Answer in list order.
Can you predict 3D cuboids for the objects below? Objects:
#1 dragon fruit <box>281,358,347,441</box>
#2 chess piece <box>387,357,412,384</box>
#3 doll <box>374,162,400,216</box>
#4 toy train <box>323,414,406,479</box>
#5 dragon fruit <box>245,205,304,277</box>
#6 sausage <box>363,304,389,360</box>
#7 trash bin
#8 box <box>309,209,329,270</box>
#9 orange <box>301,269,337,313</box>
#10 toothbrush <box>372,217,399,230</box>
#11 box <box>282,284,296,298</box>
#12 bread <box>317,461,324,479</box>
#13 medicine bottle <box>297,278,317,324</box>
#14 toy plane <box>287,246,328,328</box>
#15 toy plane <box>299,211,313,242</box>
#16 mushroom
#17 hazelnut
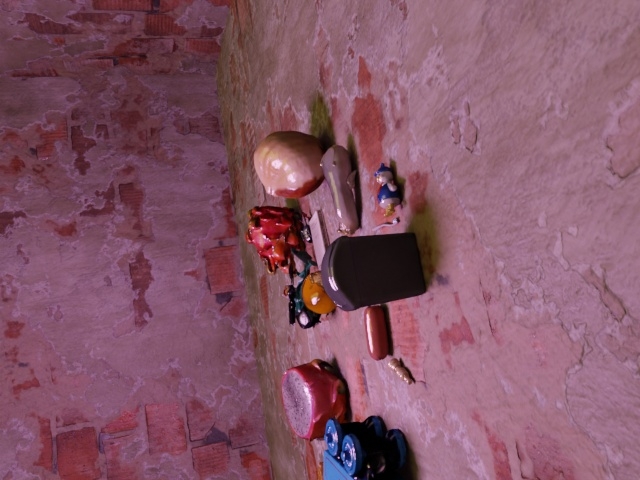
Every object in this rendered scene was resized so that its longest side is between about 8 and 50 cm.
[{"bbox_3d":[-0.006,0.579,2.011,0.290,0.189,0.291,27,121,59],"label":"dragon fruit"},{"bbox_3d":[0.216,0.352,1.464,0.092,0.035,0.035,-138,44,-58],"label":"chess piece"},{"bbox_3d":[0.169,-0.133,1.403,0.099,0.057,0.143,128,138,-67],"label":"doll"},{"bbox_3d":[0.124,0.660,1.582,0.300,0.187,0.265,-178,90,-70],"label":"toy train"},{"bbox_3d":[-0.184,-0.009,2.256,0.307,0.227,0.243,-124,28,-50],"label":"dragon fruit"},{"bbox_3d":[0.158,0.261,1.558,0.062,0.062,0.154,166,97,-72],"label":"sausage"},{"bbox_3d":[0.120,0.072,1.326,0.101,0.236,0.177,139,122,-69],"label":"trash bin"},{"bbox_3d":[0.000,0.000,2.007,0.109,0.029,0.199,124,138,-64],"label":"box"},{"bbox_3d":[0.010,0.177,1.897,0.156,0.134,0.157,-18,58,32],"label":"orange"},{"bbox_3d":[0.174,-0.039,1.484,0.017,0.014,0.162,68,161,2],"label":"toothbrush"},{"bbox_3d":[-0.073,0.230,2.173,0.207,0.041,0.050,21,102,47],"label":"box"},{"bbox_3d":[0.052,0.999,2.125,0.271,0.077,0.139,-116,23,-50],"label":"bread"},{"bbox_3d":[-0.051,0.249,2.217,0.051,0.051,0.191,132,128,-67],"label":"medicine bottle"},{"bbox_3d":[-0.054,0.186,2.023,0.106,0.155,0.382,-44,30,39],"label":"toy plane"},{"bbox_3d":[-0.047,-0.044,2.100,0.037,0.060,0.145,-27,71,30],"label":"toy plane"},{"bbox_3d":[0.063,-0.151,1.659,0.096,0.099,0.278,160,99,-77],"label":"mushroom"},{"bbox_3d":[-0.101,-0.254,1.865,0.241,0.261,0.261,-53,37,20],"label":"hazelnut"}]
